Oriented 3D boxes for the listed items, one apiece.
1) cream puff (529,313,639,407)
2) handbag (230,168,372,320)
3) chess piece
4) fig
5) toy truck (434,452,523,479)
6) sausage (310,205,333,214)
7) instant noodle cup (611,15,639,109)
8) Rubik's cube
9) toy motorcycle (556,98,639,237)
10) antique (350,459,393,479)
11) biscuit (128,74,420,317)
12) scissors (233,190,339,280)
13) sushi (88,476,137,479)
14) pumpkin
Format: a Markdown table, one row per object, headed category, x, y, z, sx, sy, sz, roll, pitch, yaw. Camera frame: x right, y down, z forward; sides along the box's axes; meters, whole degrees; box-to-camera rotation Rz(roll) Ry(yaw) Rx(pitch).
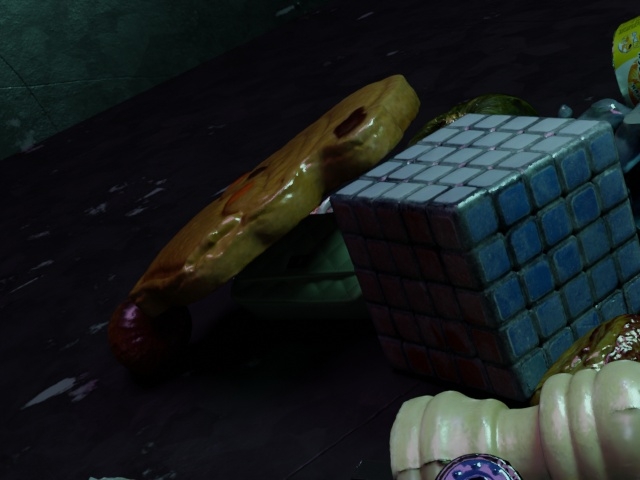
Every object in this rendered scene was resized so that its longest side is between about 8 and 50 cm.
| category | x | y | z | sx | sy | sz | roll | pitch | yaw |
| --- | --- | --- | --- | --- | --- | --- | --- | --- | --- |
| cream puff | 0.268 | 0.138 | 1.029 | 0.149 | 0.084 | 0.149 | -43 | -5 | -5 |
| handbag | 0.000 | 0.000 | 1.489 | 0.256 | 0.079 | 0.219 | -5 | 61 | 36 |
| chess piece | 0.216 | 0.163 | 0.912 | 0.307 | 0.124 | 0.139 | -22 | 7 | 28 |
| fig | -0.242 | 0.146 | 1.500 | 0.119 | 0.153 | 0.119 | 17 | 34 | -12 |
| toy truck | 0.104 | 0.284 | 0.798 | 0.213 | 0.161 | 0.177 | -25 | 42 | -10 |
| sausage | 0.018 | -0.038 | 1.732 | 0.145 | 0.048 | 0.050 | -10 | -14 | 21 |
| instant noodle cup | 0.539 | -0.273 | 1.629 | 0.153 | 0.205 | 0.205 | -11 | 23 | 39 |
| Rubik's cube | 0.192 | 0.009 | 1.212 | 0.237 | 0.237 | 0.238 | -29 | 22 | -28 |
| toy motorcycle | 0.420 | -0.131 | 1.416 | 0.416 | 0.172 | 0.232 | -34 | 30 | -8 |
| antique | 0.115 | 0.232 | 1.054 | 0.192 | 0.015 | 0.031 | -5 | 30 | 36 |
| biscuit | -0.065 | -0.061 | 1.414 | 0.455 | 0.078 | 0.350 | -39 | 7 | 4 |
| scissors | -0.023 | 0.009 | 1.655 | 0.242 | 0.030 | 0.118 | -30 | 47 | -11 |
| sushi | -0.146 | 0.290 | 0.873 | 0.136 | 0.225 | 0.126 | -47 | 30 | 18 |
| pumpkin | 0.226 | -0.119 | 1.591 | 0.223 | 0.157 | 0.224 | -34 | 18 | 13 |
